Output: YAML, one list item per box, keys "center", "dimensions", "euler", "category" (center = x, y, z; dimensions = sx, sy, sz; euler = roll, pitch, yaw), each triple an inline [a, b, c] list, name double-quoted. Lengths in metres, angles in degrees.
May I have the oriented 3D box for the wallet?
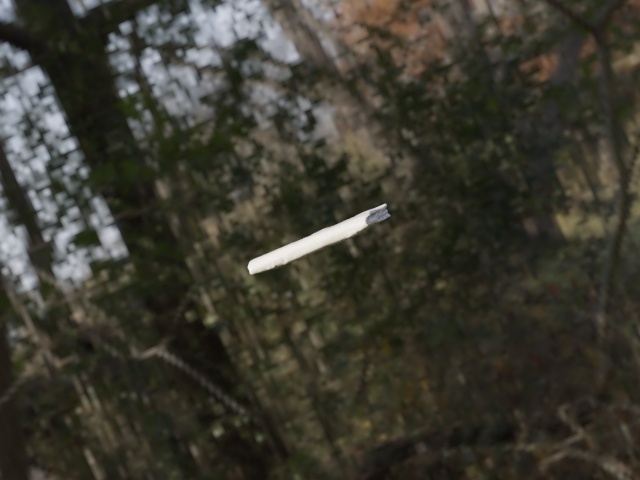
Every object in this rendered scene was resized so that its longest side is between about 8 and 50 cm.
- center: [0.000, 0.000, 0.870]
  dimensions: [0.083, 0.011, 0.044]
  euler: [-23, 2, 23]
  category: "wallet"
